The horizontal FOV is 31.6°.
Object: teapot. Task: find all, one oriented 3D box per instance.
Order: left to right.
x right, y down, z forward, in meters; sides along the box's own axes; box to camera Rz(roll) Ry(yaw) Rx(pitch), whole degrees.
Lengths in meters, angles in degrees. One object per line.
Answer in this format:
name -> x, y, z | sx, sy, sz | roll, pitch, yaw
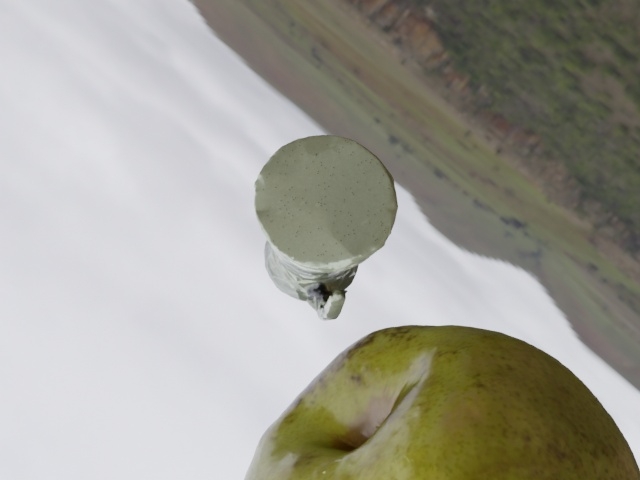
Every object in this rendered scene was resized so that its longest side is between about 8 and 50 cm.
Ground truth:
teapot -> 0.000, 0.000, 0.477 | 0.083, 0.057, 0.067 | 106, 156, -72

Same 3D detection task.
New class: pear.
pear -> 0.062, 0.143, 0.531 | 0.197, 0.197, 0.197 | 38, -171, -7
